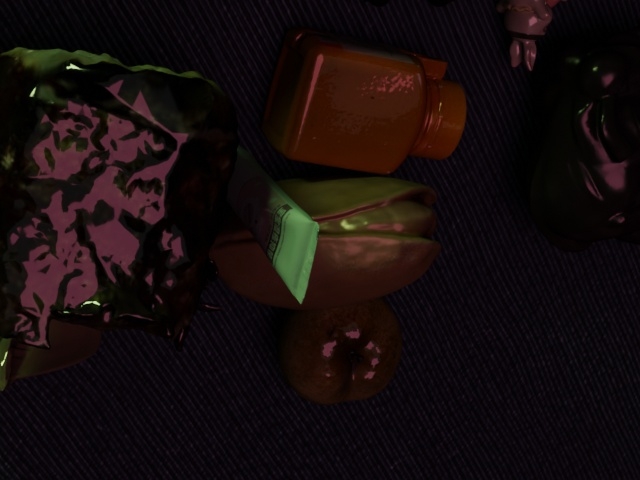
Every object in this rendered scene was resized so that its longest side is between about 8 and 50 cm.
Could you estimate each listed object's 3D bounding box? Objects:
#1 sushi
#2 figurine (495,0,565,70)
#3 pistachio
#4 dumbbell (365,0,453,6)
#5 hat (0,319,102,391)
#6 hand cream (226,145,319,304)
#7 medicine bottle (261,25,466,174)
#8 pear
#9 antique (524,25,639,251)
[{"bbox_3d":[-0.235,-0.045,1.357,0.281,0.299,0.294,9,94,1],"label":"sushi"},{"bbox_3d":[0.270,-0.294,1.574,0.098,0.081,0.146,-24,119,-10],"label":"figurine"},{"bbox_3d":[0.000,0.000,1.541,0.293,0.181,0.162,-3,78,7],"label":"pistachio"},{"bbox_3d":[0.103,-0.323,1.486,0.208,0.099,0.099,-4,115,-20],"label":"dumbbell"},{"bbox_3d":[-0.360,0.088,1.526,0.173,0.144,0.166,-3,92,-63],"label":"hat"},{"bbox_3d":[-0.060,-0.037,1.419,0.058,0.331,0.085,7,111,-26],"label":"hand cream"},{"bbox_3d":[0.056,-0.163,1.534,0.222,0.112,0.149,8,110,-24],"label":"medicine bottle"},{"bbox_3d":[0.027,0.135,1.644,0.167,0.136,0.167,-3,97,-21],"label":"pear"},{"bbox_3d":[0.391,-0.124,1.641,0.255,0.185,0.322,7,114,-25],"label":"antique"}]
